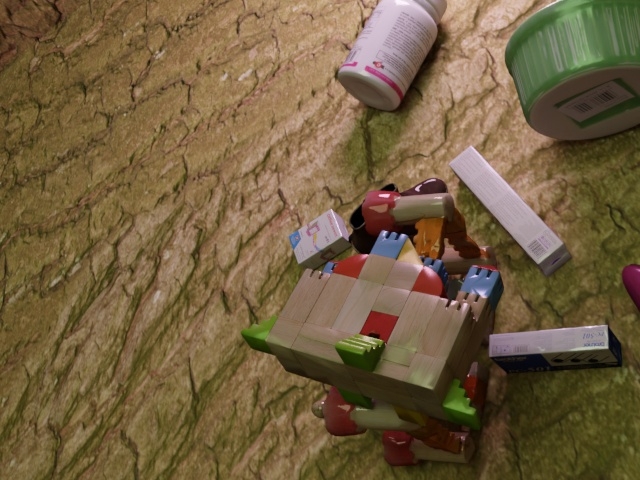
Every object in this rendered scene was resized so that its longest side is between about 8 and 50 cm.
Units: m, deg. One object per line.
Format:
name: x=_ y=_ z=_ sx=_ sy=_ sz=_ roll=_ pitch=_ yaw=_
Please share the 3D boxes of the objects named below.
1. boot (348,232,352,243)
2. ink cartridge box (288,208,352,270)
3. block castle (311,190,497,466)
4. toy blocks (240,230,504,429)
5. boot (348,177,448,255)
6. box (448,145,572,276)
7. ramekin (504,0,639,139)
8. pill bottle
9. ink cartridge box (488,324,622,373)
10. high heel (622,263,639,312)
boot: x=0.118 y=-0.046 z=1.818 sx=0.121 sy=0.045 sz=0.099 roll=-12 pitch=61 yaw=20
ink cartridge box: x=0.000 y=0.000 z=1.866 sx=0.122 sy=0.052 sz=0.088 roll=-32 pitch=51 yaw=13
block castle: x=0.157 y=0.161 z=1.507 sx=0.213 sy=0.303 sz=0.453 roll=-5 pitch=62 yaw=33
toy blocks: x=0.106 y=0.107 z=1.289 sx=0.381 sy=0.191 sz=0.261 roll=11 pitch=57 yaw=31
boot: x=0.163 y=-0.067 z=1.674 sx=0.248 sy=0.207 sz=0.090 roll=-41 pitch=70 yaw=-8
box: x=0.371 y=-0.063 z=1.646 sx=0.067 sy=0.063 sz=0.324 roll=-40 pitch=50 yaw=7
ramekin: x=0.507 y=-0.313 z=1.549 sx=0.303 sy=0.303 sz=0.148 roll=-16 pitch=64 yaw=26
pill bottle: x=0.174 y=-0.461 z=1.937 sx=0.160 sy=0.160 sz=0.283 roll=22 pitch=78 yaw=40
ink cartridge box: x=0.410 y=0.193 z=1.454 sx=0.207 sy=0.097 sz=0.046 roll=-9 pitch=60 yaw=30
high heel: x=0.568 y=0.205 z=1.315 sx=0.181 sy=0.127 sz=0.377 roll=-35 pitch=53 yaw=-1
